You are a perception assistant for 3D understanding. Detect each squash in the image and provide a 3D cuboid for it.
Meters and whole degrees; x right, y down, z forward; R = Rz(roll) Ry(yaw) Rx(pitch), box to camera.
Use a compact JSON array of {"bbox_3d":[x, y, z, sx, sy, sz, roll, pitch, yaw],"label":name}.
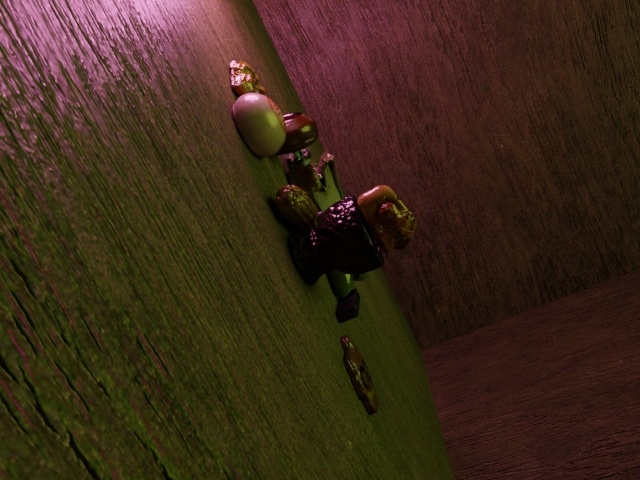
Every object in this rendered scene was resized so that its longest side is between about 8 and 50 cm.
[{"bbox_3d":[0.059,0.055,1.851,0.107,0.107,0.395,47,23,-58],"label":"squash"}]

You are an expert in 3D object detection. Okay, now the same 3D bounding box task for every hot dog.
[{"bbox_3d":[0.223,-0.053,1.407,0.257,0.150,0.153,51,7,-52],"label":"hot dog"}]

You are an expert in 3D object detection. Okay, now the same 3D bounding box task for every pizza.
[{"bbox_3d":[-0.277,-0.615,1.759,0.323,0.089,0.223,27,43,-73],"label":"pizza"}]

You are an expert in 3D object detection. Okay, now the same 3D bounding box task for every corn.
[{"bbox_3d":[-0.069,-0.101,1.574,0.363,0.120,0.120,49,20,-67],"label":"corn"}]

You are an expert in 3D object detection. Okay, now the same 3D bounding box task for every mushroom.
[{"bbox_3d":[-0.024,-0.246,2.027,0.217,0.212,0.292,-42,143,-35],"label":"mushroom"}]

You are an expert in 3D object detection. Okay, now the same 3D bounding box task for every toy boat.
[{"bbox_3d":[-0.103,-0.394,1.968,0.262,0.114,0.115,-130,-158,-76],"label":"toy boat"}]

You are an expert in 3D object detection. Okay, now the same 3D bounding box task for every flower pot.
[{"bbox_3d":[0.047,0.016,1.481,0.266,0.267,0.266,60,11,-21],"label":"flower pot"}]

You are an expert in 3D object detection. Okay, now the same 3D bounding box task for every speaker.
[{"bbox_3d":[0.111,0.260,1.743,0.044,0.082,0.218,65,13,-9],"label":"speaker"}]

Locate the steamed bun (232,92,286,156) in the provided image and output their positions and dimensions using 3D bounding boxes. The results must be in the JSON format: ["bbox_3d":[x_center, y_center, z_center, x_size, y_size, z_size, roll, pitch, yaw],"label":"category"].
[{"bbox_3d":[-0.201,-0.419,1.542,0.232,0.145,0.232,61,13,-24],"label":"steamed bun"}]

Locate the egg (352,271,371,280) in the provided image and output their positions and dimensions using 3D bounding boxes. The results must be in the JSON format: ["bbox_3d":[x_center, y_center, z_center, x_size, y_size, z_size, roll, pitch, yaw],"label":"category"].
[{"bbox_3d":[0.174,0.110,2.104,0.231,0.169,0.169,-108,173,-86],"label":"egg"}]

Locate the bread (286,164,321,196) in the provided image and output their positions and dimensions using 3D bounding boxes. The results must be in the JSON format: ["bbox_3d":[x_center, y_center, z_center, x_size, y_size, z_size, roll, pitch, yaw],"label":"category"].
[{"bbox_3d":[-0.068,-0.255,1.848,0.069,0.128,0.140,46,18,-60],"label":"bread"}]

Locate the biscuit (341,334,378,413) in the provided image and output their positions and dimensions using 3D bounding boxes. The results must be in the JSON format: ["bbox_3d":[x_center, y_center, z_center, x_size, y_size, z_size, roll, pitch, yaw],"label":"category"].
[{"bbox_3d":[0.146,0.477,1.561,0.208,0.041,0.290,6,61,-78],"label":"biscuit"}]

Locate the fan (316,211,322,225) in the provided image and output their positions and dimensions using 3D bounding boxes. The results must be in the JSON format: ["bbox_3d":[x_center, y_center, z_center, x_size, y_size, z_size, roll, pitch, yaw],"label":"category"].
[{"bbox_3d":[0.000,0.000,1.640,0.282,0.023,0.057,90,-10,-50],"label":"fan"}]

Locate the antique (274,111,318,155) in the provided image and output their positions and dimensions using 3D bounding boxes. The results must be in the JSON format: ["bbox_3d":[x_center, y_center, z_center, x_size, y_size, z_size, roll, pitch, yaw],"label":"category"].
[{"bbox_3d":[-0.122,-0.442,1.776,0.278,0.223,0.129,-42,127,-44],"label":"antique"}]
